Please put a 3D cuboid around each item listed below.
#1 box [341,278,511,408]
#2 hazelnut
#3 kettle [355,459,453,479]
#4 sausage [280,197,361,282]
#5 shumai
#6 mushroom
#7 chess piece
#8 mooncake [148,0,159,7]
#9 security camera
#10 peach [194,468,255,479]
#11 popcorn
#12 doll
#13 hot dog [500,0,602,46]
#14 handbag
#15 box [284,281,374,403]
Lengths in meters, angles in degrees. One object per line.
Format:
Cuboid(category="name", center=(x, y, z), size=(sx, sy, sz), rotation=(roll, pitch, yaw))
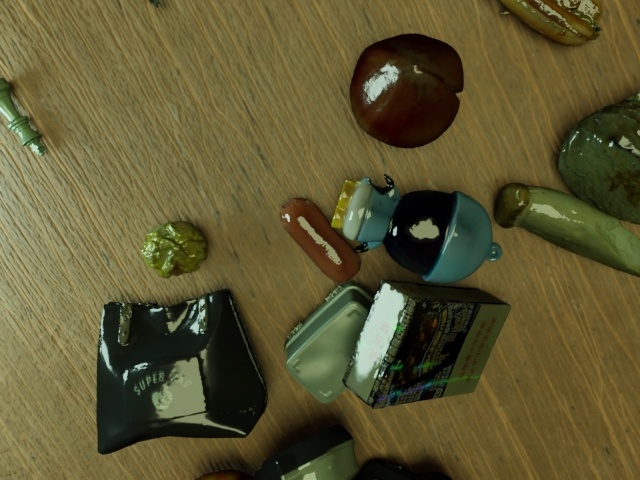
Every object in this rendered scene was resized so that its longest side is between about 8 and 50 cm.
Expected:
Cuboid(category="box", center=(0.199, 0.182, 0.946), size=(0.310, 0.084, 0.198), rotation=(9, 106, -43))
Cuboid(category="hazelnut", center=(0.148, -0.255, 0.883), size=(0.208, 0.208, 0.208), rotation=(0, 102, 1))
Cuboid(category="kettle", center=(0.201, 0.597, 1.087), size=(0.207, 0.250, 0.271), rotation=(12, 96, -32))
Cuboid(category="sausage", center=(0.000, 0.000, 1.006), size=(0.077, 0.077, 0.194), rotation=(-39, 100, 8))
Cuboid(category="shumai", center=(0.575, -0.163, 0.933), size=(0.255, 0.189, 0.218), rotation=(36, 79, 0))
Cuboid(category="mushroom", center=(0.481, -0.021, 0.982), size=(0.333, 0.107, 0.087), rotation=(22, 68, -2))
Cuboid(category="chess piece", center=(-0.560, -0.222, 0.978), size=(0.059, 0.059, 0.149), rotation=(-32, 105, 7))
Cuboid(category="mooncake", center=(-0.147, -0.480, 0.922), size=(0.346, 0.057, 0.150), rotation=(-30, 87, 0))
Cuboid(category="security camera", center=(0.021, 0.516, 1.003), size=(0.191, 0.197, 0.277), rotation=(-13, 65, -32))
Cuboid(category="peach", center=(-0.182, 0.567, 1.075), size=(0.197, 0.197, 0.198), rotation=(0, 102, 1))
Cuboid(category="popcorn", center=(-0.276, 0.018, 0.996), size=(0.120, 0.106, 0.116), rotation=(23, 92, -4))
Cuboid(category="doll", center=(0.180, -0.022, 0.964), size=(0.313, 0.141, 0.177), rotation=(19, 117, 1))
Cuboid(category="hot dog", center=(0.379, -0.417, 0.916), size=(0.250, 0.076, 0.104), rotation=(30, 81, -9))
Cuboid(category="handbag", center=(-0.281, 0.246, 1.032), size=(0.341, 0.152, 0.288), rotation=(-9, 90, 2))
Cuboid(category="box", center=(0.036, 0.192, 1.015), size=(0.148, 0.129, 0.210), rotation=(44, 99, -7))
